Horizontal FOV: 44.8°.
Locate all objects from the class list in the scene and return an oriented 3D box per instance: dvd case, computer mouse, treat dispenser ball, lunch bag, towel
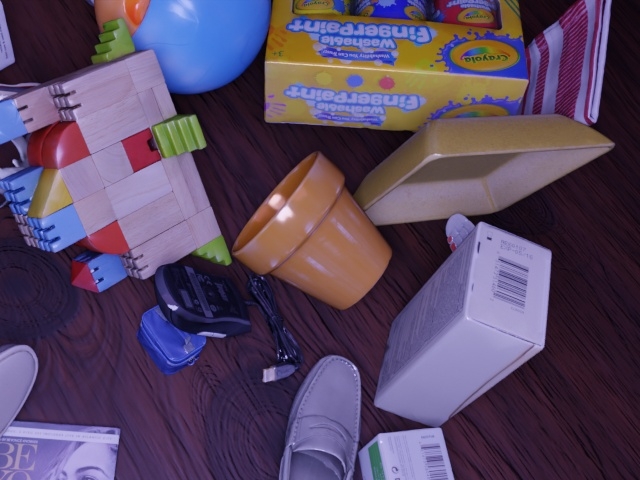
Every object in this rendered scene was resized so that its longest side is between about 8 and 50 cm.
[{"bbox_3d":[-0.341,0.331,0.946,0.165,0.018,0.221,9,56,-15],"label":"dvd case"},{"bbox_3d":[-0.131,0.125,1.082,0.262,0.060,0.184,11,45,-59],"label":"computer mouse"},{"bbox_3d":[-0.225,-0.388,1.281,0.288,0.288,0.288,10,56,-15],"label":"treat dispenser ball"},{"bbox_3d":[-0.208,0.137,1.091,0.067,0.065,0.098,-33,74,-33],"label":"lunch bag"},{"bbox_3d":[0.387,-0.262,1.350,0.037,0.329,0.237,12,78,-12],"label":"towel"}]

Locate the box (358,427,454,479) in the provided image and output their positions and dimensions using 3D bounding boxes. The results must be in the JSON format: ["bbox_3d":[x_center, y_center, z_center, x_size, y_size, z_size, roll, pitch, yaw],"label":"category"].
[{"bbox_3d":[0.119,0.324,1.078,0.102,0.087,0.101,0,59,-19],"label":"box"}]

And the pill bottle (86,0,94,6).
[{"bbox_3d":[-0.353,-0.550,1.367,0.153,0.153,0.264,42,87,9],"label":"pill bottle"}]

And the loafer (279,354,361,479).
[{"bbox_3d":[0.003,0.291,1.041,0.112,0.111,0.319,19,54,-8],"label":"loafer"}]

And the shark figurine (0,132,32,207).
[{"bbox_3d":[-0.455,-0.084,1.100,0.166,0.116,0.278,56,16,3],"label":"shark figurine"}]

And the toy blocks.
[{"bbox_3d":[-0.308,-0.080,1.070,0.261,0.191,0.381,-34,117,-34],"label":"toy blocks"}]

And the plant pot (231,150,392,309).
[{"bbox_3d":[0.000,0.000,1.190,0.188,0.205,0.205,40,53,-12],"label":"plant pot"}]

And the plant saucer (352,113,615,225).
[{"bbox_3d":[0.230,-0.116,1.244,0.333,0.333,0.081,-6,77,-24],"label":"plant saucer"}]

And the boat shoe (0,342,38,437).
[{"bbox_3d":[-0.466,0.244,0.895,0.096,0.112,0.335,13,51,22],"label":"boat shoe"}]

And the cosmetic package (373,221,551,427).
[{"bbox_3d":[0.192,0.130,1.093,0.113,0.309,0.160,21,55,-6],"label":"cosmetic package"}]

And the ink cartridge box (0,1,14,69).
[{"bbox_3d":[-0.645,-0.288,1.145,0.211,0.121,0.289,31,53,18],"label":"ink cartridge box"}]

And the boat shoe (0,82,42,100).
[{"bbox_3d":[-0.497,-0.218,1.225,0.137,0.049,0.043,-12,66,-32],"label":"boat shoe"}]

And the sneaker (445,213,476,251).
[{"bbox_3d":[0.283,0.019,1.366,0.158,0.061,0.065,54,32,15],"label":"sneaker"}]

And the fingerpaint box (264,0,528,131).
[{"bbox_3d":[0.132,-0.389,1.432,0.445,0.163,0.371,5,57,0],"label":"fingerpaint box"}]
